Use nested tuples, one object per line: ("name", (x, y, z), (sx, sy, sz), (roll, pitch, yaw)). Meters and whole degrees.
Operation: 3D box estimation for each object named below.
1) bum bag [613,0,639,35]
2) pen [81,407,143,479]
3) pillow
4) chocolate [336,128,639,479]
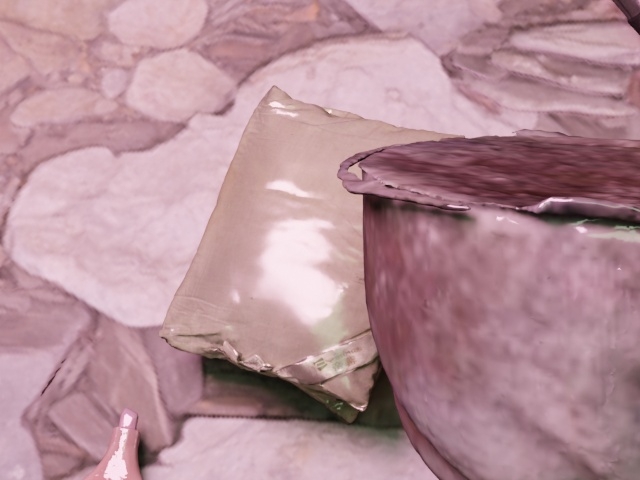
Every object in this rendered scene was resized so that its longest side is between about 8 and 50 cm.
("bum bag", (0.191, -0.185, 1.176), (0.087, 0.049, 0.197), (-35, 69, -11))
("pen", (-0.125, 0.189, 1.089), (0.053, 0.032, 0.197), (8, 74, 11))
("pillow", (0.000, 0.000, 1.117), (0.134, 0.078, 0.181), (19, 72, 14))
("chocolate", (0.158, 0.061, 0.989), (0.303, 0.303, 0.213), (2, 101, 8))
